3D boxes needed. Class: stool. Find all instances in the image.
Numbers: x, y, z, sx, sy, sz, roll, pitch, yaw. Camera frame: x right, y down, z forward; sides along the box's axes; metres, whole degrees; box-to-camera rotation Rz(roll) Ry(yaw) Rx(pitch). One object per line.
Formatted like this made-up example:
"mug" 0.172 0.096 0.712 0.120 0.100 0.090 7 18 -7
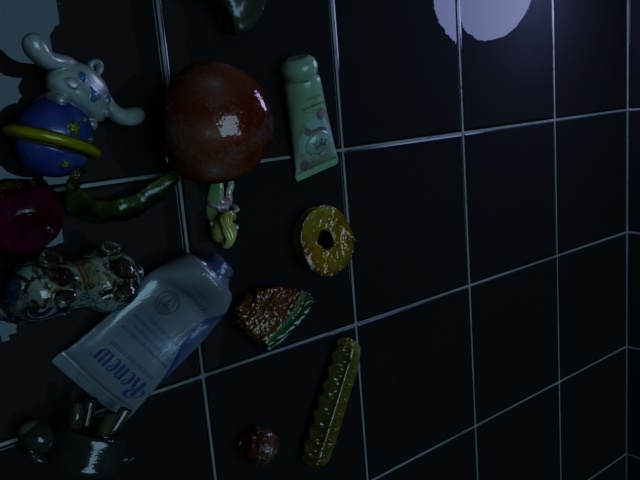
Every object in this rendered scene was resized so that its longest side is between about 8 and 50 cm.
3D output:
"stool" -0.499 0.407 1.471 0.228 0.153 0.139 20 83 -38

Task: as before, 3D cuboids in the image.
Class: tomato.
"tomato" -0.222 -0.252 1.530 0.265 0.265 0.265 -6 100 -38

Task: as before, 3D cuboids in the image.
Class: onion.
"onion" -0.573 -0.020 1.370 0.173 0.135 0.198 -29 116 -26

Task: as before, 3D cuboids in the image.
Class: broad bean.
"broad bean" -0.428 -0.092 1.495 0.144 0.049 0.292 -51 156 24

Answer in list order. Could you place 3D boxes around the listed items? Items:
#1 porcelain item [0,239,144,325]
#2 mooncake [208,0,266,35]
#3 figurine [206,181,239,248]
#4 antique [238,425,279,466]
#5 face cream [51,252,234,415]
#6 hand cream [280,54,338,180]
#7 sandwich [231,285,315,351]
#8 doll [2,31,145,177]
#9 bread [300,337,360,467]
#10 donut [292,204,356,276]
"porcelain item" -0.505 0.103 1.426 0.288 0.186 0.138 -9 69 -53
"mooncake" -0.212 -0.557 1.608 0.168 0.104 0.175 -23 112 -38
"figurine" -0.229 -0.073 1.682 0.083 0.083 0.187 8 81 -39
"antique" -0.152 0.525 1.800 0.104 0.104 0.104 -6 100 -38
"face cream" -0.366 0.190 1.597 0.420 0.137 0.235 -45 123 -12
"hand cream" -0.034 -0.315 1.803 0.147 0.093 0.306 -28 121 -32
"sandwich" -0.124 0.177 1.783 0.160 0.109 0.185 47 68 -11
"doll" -0.495 -0.239 1.414 0.311 0.159 0.243 10 77 -58
"bread" 0.031 0.447 1.953 0.084 0.077 0.368 25 80 -42
"donut" 0.000 -0.001 1.871 0.174 0.074 0.190 -50 119 -21
